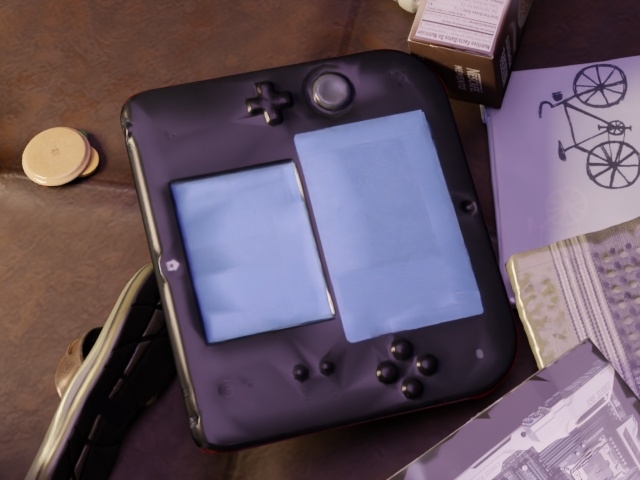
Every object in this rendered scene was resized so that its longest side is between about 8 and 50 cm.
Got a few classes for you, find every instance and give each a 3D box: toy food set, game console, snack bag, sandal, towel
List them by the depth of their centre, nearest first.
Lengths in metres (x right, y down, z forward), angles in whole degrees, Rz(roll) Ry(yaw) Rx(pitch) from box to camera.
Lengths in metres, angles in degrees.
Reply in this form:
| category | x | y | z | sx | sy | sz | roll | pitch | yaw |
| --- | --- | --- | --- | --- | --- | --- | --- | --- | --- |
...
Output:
| category | x | y | z | sx | sy | sz | roll | pitch | yaw |
| --- | --- | --- | --- | --- | --- | --- | --- | --- | --- |
| towel | 0.372 | 0.114 | 1.489 | 0.312 | 0.056 | 0.324 | -17 | 69 | 5 |
| game console | 0.000 | 0.000 | 1.542 | 0.342 | 0.060 | 0.386 | -10 | 72 | -15 |
| sandal | -0.230 | 0.144 | 1.542 | 0.086 | 0.120 | 0.303 | 15 | 62 | 31 |
| snack bag | 0.344 | -0.065 | 1.633 | 0.342 | 0.037 | 0.323 | -6 | 58 | 7 |
| toy food set | -0.300 | -0.096 | 1.743 | 0.083 | 0.020 | 0.082 | -30 | 60 | -10 |

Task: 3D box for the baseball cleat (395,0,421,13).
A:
| category | x | y | z | sx | sy | sz | roll | pitch | yaw |
| --- | --- | --- | --- | --- | --- | --- | --- | --- | --- |
| baseball cleat | 0.153 | -0.359 | 1.809 | 0.206 | 0.072 | 0.109 | -39 | 63 | -16 |

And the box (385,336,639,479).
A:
| category | x | y | z | sx | sy | sz | roll | pitch | yaw |
| --- | --- | --- | --- | --- | --- | --- | --- | --- | --- |
| box | 0.241 | 0.280 | 1.383 | 0.242 | 0.076 | 0.307 | -34 | 67 | -3 |

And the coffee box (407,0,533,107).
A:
| category | x | y | z | sx | sy | sz | roll | pitch | yaw |
| --- | --- | --- | --- | --- | --- | --- | --- | --- | --- |
| coffee box | 0.182 | -0.288 | 1.670 | 0.098 | 0.141 | 0.246 | 15 | 76 | 15 |
